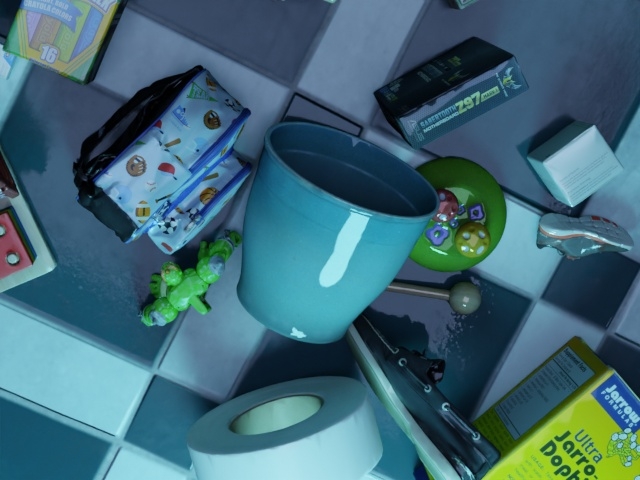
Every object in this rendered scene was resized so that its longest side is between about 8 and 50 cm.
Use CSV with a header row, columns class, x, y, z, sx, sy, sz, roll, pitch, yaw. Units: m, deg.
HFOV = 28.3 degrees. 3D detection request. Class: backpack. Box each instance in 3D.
class,x,y,z,sx,sy,sz,roll,pitch,yaw
backpack,-0.215,-0.118,1.833,0.213,0.276,0.263,38,90,-15

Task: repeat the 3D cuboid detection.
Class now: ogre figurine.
class,x,y,z,sx,sy,sz,roll,pitch,yaw
ogre figurine,-0.199,0.065,1.932,0.197,0.118,0.097,-23,102,0

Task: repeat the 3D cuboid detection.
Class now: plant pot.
class,x,y,z,sx,sy,sz,roll,pitch,yaw
plant pot,0.000,0.000,1.874,0.272,0.271,0.255,21,114,-8

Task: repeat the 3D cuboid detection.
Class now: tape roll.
class,x,y,z,sx,sy,sz,roll,pitch,yaw
tape roll,-0.054,0.302,1.906,0.286,0.286,0.100,-16,102,-1

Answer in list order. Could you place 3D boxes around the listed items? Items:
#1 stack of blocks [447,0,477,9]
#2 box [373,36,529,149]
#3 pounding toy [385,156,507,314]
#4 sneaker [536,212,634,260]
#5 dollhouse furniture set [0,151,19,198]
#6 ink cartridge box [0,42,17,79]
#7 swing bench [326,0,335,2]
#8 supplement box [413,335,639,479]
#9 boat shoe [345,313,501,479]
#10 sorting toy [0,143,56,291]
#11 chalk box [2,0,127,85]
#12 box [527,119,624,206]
class,x,y,z,sx,sy,sz,roll,pitch,yaw
stack of blocks,0.313,-0.448,1.883,0.297,0.087,0.171,-27,102,1
box,0.184,-0.218,1.845,0.183,0.232,0.059,-27,107,2
pounding toy,0.197,-0.005,1.950,0.183,0.110,0.237,14,99,-6
sneaker,0.412,0.000,2.003,0.158,0.061,0.065,11,127,-5
dollhouse furniture set,-0.602,-0.188,1.782,0.201,0.152,0.374,-28,81,-3
ink cartridge box,-0.497,-0.277,1.891,0.083,0.028,0.048,23,98,-8
swing bench,-0.109,-0.419,1.776,0.255,0.253,0.165,0,101,-4
supplement box,0.350,0.352,1.986,0.356,0.194,0.195,-41,101,4
boat shoe,0.153,0.227,1.931,0.113,0.340,0.127,-31,146,-9
sorting toy,-0.570,-0.018,1.905,0.255,0.089,0.257,-23,102,1
chalk box,-0.353,-0.349,1.835,0.132,0.132,0.213,23,97,-8
box,0.388,-0.119,1.945,0.102,0.101,0.087,-37,101,2
